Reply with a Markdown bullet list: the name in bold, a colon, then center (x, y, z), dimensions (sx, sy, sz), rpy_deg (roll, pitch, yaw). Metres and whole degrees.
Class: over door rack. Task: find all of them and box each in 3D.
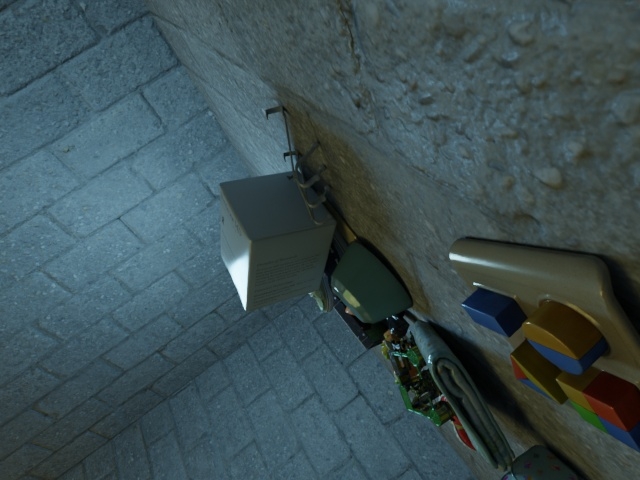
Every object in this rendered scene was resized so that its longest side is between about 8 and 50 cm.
- **over door rack**: center (-0.050, -0.238, 1.253), dimensions (0.239, 0.108, 0.323), rpy_deg (69, 177, -61)

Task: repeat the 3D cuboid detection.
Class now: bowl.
- **bowl**: center (0.153, 0.169, 1.420), dimensions (0.311, 0.163, 0.311), rpy_deg (48, 171, 10)

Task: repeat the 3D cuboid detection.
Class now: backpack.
- **backpack**: center (0.557, 0.632, 1.017), dimensions (0.144, 0.189, 0.166), rpy_deg (57, 172, -21)

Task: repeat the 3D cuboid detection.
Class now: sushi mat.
- **sushi mat**: center (0.083, -0.047, 1.526), dimensions (0.316, 0.019, 0.151), rpy_deg (52, 173, 14)

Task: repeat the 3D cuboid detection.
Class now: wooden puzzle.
- **wooden puzzle**: center (0.353, 0.167, 0.630), dimensions (0.347, 0.081, 0.322), rpy_deg (56, 172, -12)

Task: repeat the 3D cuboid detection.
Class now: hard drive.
- **hard drive**: center (0.206, 0.400, 2.117), dimensions (0.339, 0.064, 0.237), rpy_deg (49, -155, 24)

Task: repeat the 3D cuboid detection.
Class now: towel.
- **towel**: center (0.402, 0.443, 1.204), dimensions (0.374, 0.090, 0.320), rpy_deg (60, -177, -3)

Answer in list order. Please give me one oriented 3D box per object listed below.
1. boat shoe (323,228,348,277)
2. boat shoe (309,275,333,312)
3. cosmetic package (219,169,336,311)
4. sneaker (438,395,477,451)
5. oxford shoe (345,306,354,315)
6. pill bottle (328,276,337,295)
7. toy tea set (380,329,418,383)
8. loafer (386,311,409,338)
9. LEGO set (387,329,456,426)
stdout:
- **boat shoe**: center (0.000, 0.000, 1.696), dimensions (0.340, 0.158, 0.127), rpy_deg (55, 172, -9)
- **boat shoe**: center (-0.015, 0.214, 1.851), dimensions (0.109, 0.094, 0.301), rpy_deg (34, 143, 53)
- **cosmetic package**: center (-0.183, -0.003, 1.558), dimensions (0.329, 0.328, 0.393), rpy_deg (56, 148, 36)
- **sneaker**: center (0.582, 0.729, 1.614), dimensions (0.279, 0.107, 0.118), rpy_deg (50, 162, 8)
- **oxford shoe**: center (0.210, 0.292, 1.963), dimensions (0.130, 0.132, 0.364), rpy_deg (13, 177, 11)
- **pill bottle**: center (0.054, 0.126, 1.939), dimensions (0.264, 0.153, 0.153), rpy_deg (49, 171, 36)
- **toy tea set**: center (0.330, 0.503, 1.758), dimensions (0.200, 0.124, 0.336), rpy_deg (39, -168, 7)
- **loafer**: center (0.289, 0.284, 1.545), dimensions (0.076, 0.078, 0.223), rpy_deg (34, -165, -17)
- **LEGO set**: center (0.407, 0.487, 1.490), dimensions (0.330, 0.192, 0.255), rpy_deg (67, 155, 9)
